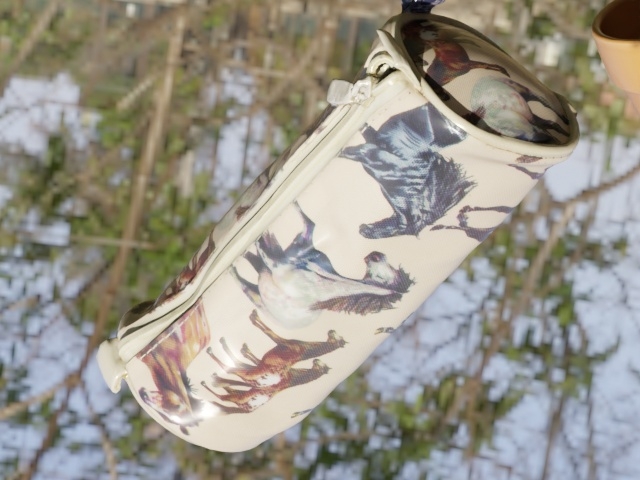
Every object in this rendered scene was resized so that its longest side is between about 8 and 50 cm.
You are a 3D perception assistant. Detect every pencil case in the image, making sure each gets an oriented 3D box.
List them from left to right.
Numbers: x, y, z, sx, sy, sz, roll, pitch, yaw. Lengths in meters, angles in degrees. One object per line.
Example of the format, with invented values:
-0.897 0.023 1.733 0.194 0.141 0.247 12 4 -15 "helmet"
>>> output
0.000 0.000 1.253 0.183 0.410 0.160 24 -144 -30 "pencil case"

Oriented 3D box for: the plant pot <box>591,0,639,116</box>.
0.446 -0.168 1.693 0.291 0.203 0.291 -17 -160 6 "plant pot"
